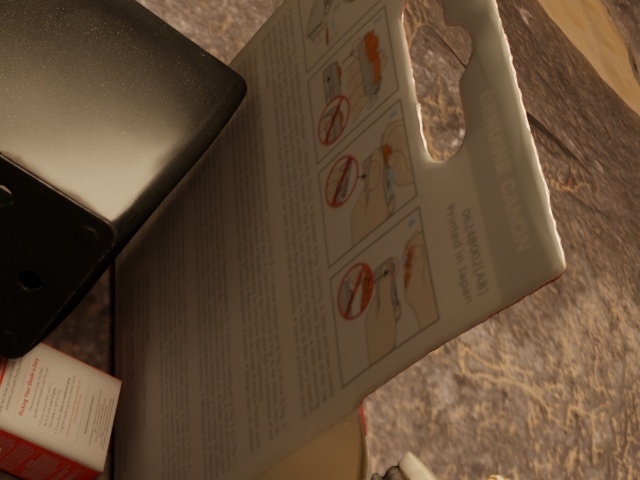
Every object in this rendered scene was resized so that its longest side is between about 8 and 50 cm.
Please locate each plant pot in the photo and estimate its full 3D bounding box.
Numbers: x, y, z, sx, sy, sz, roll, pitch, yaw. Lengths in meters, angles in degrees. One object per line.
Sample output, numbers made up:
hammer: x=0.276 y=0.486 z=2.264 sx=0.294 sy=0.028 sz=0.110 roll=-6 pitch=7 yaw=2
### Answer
plant pot: x=-0.180 y=-0.045 z=0.672 sx=0.188 sy=0.187 sz=0.167 roll=34 pitch=33 yaw=-17

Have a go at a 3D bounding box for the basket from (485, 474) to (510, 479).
basket: x=-0.015 y=0.273 z=0.573 sx=0.299 sy=0.223 sz=0.214 roll=2 pitch=58 yaw=-47

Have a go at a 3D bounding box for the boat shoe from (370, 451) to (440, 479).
boat shoe: x=0.136 y=0.302 z=0.835 sx=0.335 sy=0.095 sz=0.112 roll=49 pitch=1 yaw=-9

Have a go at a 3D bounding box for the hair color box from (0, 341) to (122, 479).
hair color box: x=-0.195 y=0.093 z=0.683 sx=0.141 sy=0.043 sz=0.072 roll=32 pitch=40 yaw=-25

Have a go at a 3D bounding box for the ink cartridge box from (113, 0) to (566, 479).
ink cartridge box: x=0.000 y=0.000 z=0.681 sx=0.091 sy=0.385 sz=0.308 roll=21 pitch=46 yaw=-32
